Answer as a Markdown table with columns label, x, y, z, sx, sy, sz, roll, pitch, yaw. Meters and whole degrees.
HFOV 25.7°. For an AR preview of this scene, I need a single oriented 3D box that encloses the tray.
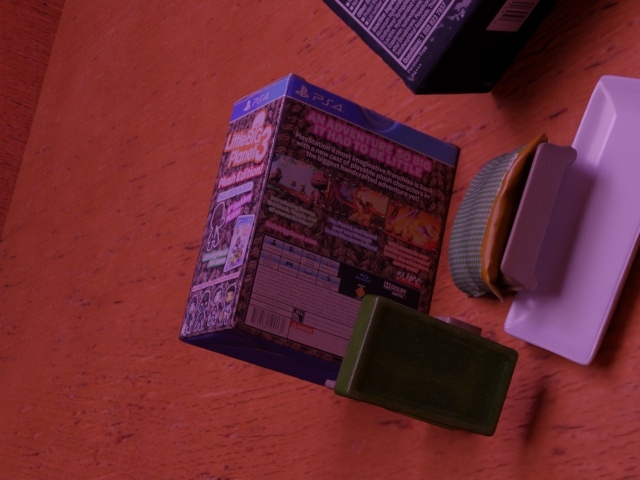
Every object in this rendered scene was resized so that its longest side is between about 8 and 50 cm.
| label | x | y | z | sx | sy | sz | roll | pitch | yaw |
| --- | --- | --- | --- | --- | --- | --- | --- | --- | --- |
| tray | 0.265 | -0.021 | 1.316 | 0.145 | 0.030 | 0.270 | 22 | 92 | 64 |

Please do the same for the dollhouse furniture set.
| label | x | y | z | sx | sy | sz | roll | pitch | yaw |
| --- | --- | --- | --- | --- | --- | --- | --- | --- | --- |
| dollhouse furniture set | 0.113 | 0.025 | 1.385 | 0.197 | 0.151 | 0.301 | 173 | 116 | -76 |

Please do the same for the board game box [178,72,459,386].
| label | x | y | z | sx | sy | sz | roll | pitch | yaw |
| --- | --- | --- | --- | --- | --- | --- | --- | --- | --- |
| board game box | 0.000 | 0.000 | 1.573 | 0.141 | 0.232 | 0.291 | -16 | 57 | 58 |

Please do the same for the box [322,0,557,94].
| label | x | y | z | sx | sy | sz | roll | pitch | yaw |
| --- | --- | --- | --- | --- | --- | --- | --- | --- | --- |
| box | 0.129 | -0.361 | 1.505 | 0.294 | 0.183 | 0.296 | 47 | 118 | 20 |
